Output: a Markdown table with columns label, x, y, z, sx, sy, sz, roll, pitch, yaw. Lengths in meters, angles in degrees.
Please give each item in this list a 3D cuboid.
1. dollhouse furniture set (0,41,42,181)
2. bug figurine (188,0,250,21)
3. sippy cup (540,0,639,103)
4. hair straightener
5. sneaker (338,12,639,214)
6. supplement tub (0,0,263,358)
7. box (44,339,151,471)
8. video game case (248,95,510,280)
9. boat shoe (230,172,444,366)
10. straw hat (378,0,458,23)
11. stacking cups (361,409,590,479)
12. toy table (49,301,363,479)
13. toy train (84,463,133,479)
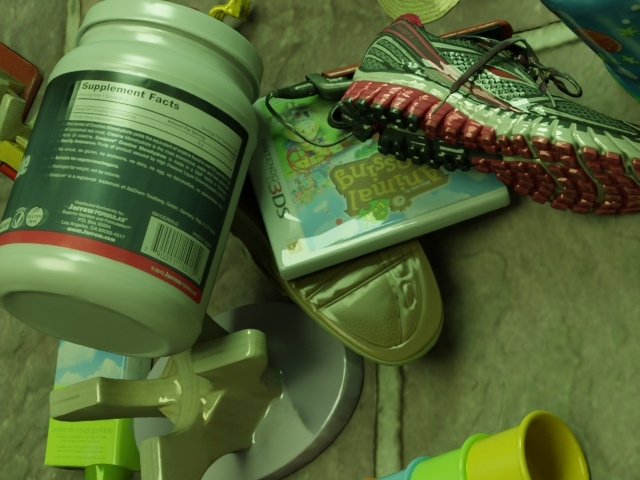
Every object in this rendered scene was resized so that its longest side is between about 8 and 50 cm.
| label | x | y | z | sx | sy | sz | roll | pitch | yaw |
| --- | --- | --- | --- | --- | --- | --- | --- | --- | --- |
| dollhouse furniture set | -0.355 | -0.108 | 1.856 | 0.374 | 0.201 | 0.152 | 34 | 101 | 34 |
| bug figurine | -0.118 | -0.270 | 1.684 | 0.072 | 0.216 | 0.279 | 13 | 90 | 12 |
| sippy cup | 0.268 | -0.231 | 1.331 | 0.305 | 0.224 | 0.240 | 24 | 93 | 42 |
| hair straightener | 0.065 | -0.133 | 1.520 | 0.230 | 0.047 | 0.089 | -10 | 57 | 2 |
| sneaker | 0.167 | -0.110 | 1.418 | 0.299 | 0.121 | 0.112 | 20 | 70 | 17 |
| supplement tub | -0.164 | -0.052 | 1.480 | 0.191 | 0.191 | 0.272 | -3 | 63 | 40 |
| box | -0.228 | 0.148 | 1.770 | 0.109 | 0.042 | 0.178 | -5 | 75 | 39 |
| video game case | 0.040 | -0.077 | 1.536 | 0.212 | 0.023 | 0.193 | -19 | 56 | 0 |
| boat shoe | 0.000 | 0.000 | 1.578 | 0.121 | 0.110 | 0.341 | -34 | 57 | -10 |
| straw hat | 0.083 | -0.281 | 1.611 | 0.144 | 0.061 | 0.144 | -12 | 71 | 38 |
| stacking cups | 0.080 | 0.238 | 1.465 | 0.316 | 0.096 | 0.096 | -28 | 61 | 38 |
| toy table | -0.114 | 0.140 | 1.599 | 0.274 | 0.161 | 0.252 | -32 | 60 | 29 |
| toy train | -0.208 | 0.275 | 1.614 | 0.248 | 0.105 | 0.143 | 108 | 169 | -65 |
